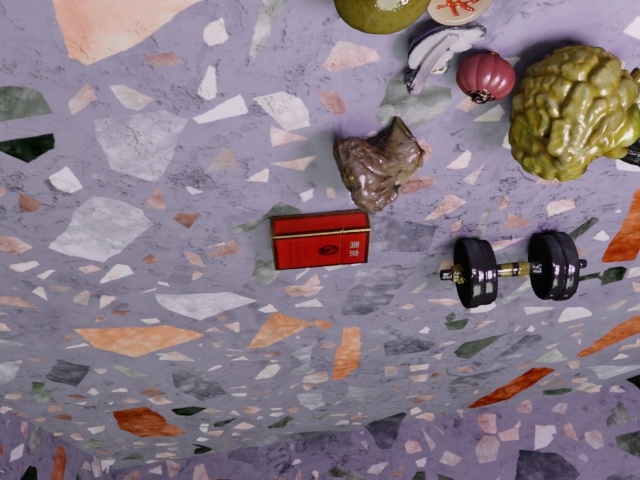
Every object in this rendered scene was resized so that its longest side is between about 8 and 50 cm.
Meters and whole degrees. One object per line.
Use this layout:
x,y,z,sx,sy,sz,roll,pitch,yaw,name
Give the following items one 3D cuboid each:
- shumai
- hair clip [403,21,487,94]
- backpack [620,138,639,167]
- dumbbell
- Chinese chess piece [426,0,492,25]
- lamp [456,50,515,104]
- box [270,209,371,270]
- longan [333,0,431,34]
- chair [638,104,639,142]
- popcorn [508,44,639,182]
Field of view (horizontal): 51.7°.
0.127,-0.155,1.344,0.175,0.167,0.206,-26,167,12,shumai
0.206,-0.328,1.171,0.116,0.049,0.172,-7,155,-33,hair clip
0.703,-0.211,1.403,0.165,0.106,0.120,23,138,-5,backpack
0.503,0.076,1.719,0.387,0.185,0.185,-4,146,-3,dumbbell
0.224,-0.408,1.071,0.122,0.051,0.122,-5,146,-3,Chinese chess piece
0.302,-0.298,1.210,0.107,0.093,0.107,16,177,1,lamp
0.000,0.001,1.619,0.239,0.074,0.153,-5,142,-3,box
0.097,-0.389,1.014,0.154,0.176,0.145,14,103,7,longan
0.734,-0.257,1.259,0.203,0.191,0.275,-5,149,-1,chair
0.471,-0.233,1.230,0.270,0.224,0.257,-41,151,28,popcorn
